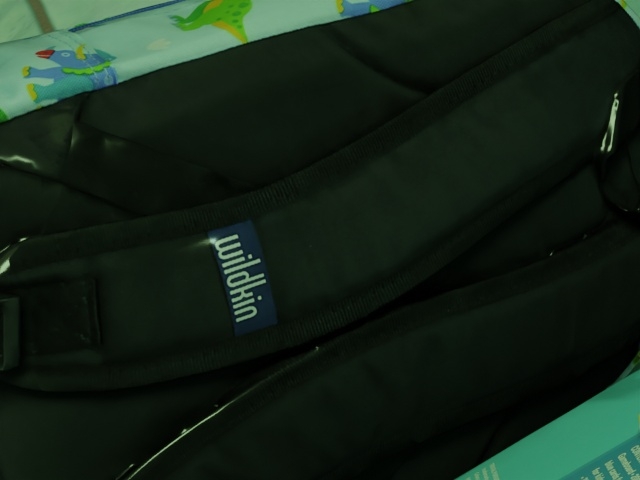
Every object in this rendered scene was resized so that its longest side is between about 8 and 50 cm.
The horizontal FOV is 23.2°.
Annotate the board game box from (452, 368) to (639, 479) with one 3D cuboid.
[{"bbox_3d":[0.186,0.074,0.504,0.336,0.079,0.254,-31,6,6],"label":"board game box"}]

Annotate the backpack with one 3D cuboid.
[{"bbox_3d":[0.000,0.000,0.704,0.355,0.290,0.273,-23,17,-11],"label":"backpack"}]
